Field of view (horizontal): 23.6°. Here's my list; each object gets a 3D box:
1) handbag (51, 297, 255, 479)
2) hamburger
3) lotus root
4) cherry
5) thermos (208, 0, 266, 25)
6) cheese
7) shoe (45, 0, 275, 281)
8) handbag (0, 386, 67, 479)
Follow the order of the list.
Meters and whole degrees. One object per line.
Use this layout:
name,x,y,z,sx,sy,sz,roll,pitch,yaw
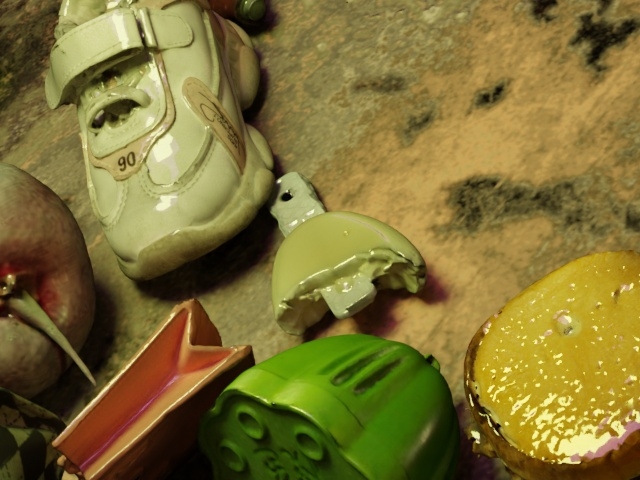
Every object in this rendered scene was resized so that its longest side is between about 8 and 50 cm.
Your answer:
handbag,-0.117,0.133,1.134,0.059,0.212,0.157,42,79,11
hamburger,0.185,0.103,1.023,0.191,0.118,0.182,-19,40,12
lotus root,0.032,0.131,1.081,0.186,0.186,0.186,-18,43,18
cherry,-0.296,0.037,1.340,0.266,0.184,0.213,5,98,47
thermos,-0.141,-0.283,1.606,0.099,0.124,0.232,-48,50,-11
cheese,0.001,0.001,1.292,0.127,0.049,0.235,-34,34,3
shoe,-0.168,-0.126,1.405,0.172,0.198,0.351,-28,38,17
handbag,-0.388,0.292,1.134,0.416,0.180,0.316,-15,60,32
